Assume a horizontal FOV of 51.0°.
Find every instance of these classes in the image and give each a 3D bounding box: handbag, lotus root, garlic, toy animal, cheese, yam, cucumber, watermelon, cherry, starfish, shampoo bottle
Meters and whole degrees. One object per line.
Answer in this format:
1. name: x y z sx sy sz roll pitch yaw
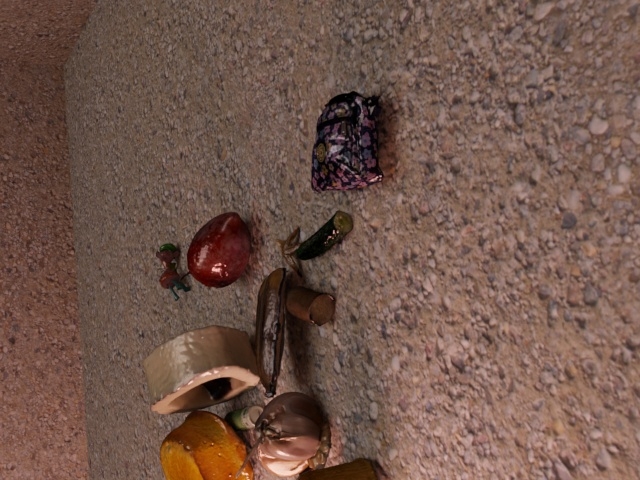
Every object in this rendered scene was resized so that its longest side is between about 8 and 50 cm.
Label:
1. handbag: 0.057 -0.216 1.476 0.228 0.126 0.208 -11 81 63
2. lotus root: -0.132 0.230 1.700 0.167 0.078 0.330 82 -168 -73
3. garlic: -0.073 0.489 1.578 0.207 0.256 0.207 7 111 20
4. toy animal: -0.518 0.113 2.349 0.208 0.100 0.103 60 174 33
5. cheese: -0.324 0.360 1.880 0.332 0.292 0.153 -35 60 36
6. yam: -0.027 0.157 1.629 0.127 0.084 0.084 8 96 57
7. cucumber: 0.000 0.000 1.614 0.214 0.052 0.058 -39 68 48
8. watermelon: -0.029 0.579 1.631 0.085 0.061 0.085 24 118 59
9. cherry: -0.286 0.022 1.919 0.175 0.192 0.250 33 114 11
10. starfish: -0.075 0.035 1.732 0.133 0.041 0.130 -34 63 50
11. shampoo bottle: -0.228 0.515 1.922 0.204 0.065 0.065 -30 64 51

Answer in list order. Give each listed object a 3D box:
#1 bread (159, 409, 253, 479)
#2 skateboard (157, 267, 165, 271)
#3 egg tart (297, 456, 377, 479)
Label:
1. bread: -0.328 0.643 1.926 0.312 0.172 0.312 20 120 39
2. skateboard: -0.565 0.132 2.455 0.083 0.032 0.064 31 124 49
3. egg tart: 0.038 0.577 1.443 0.215 0.170 0.215 -171 90 -70
